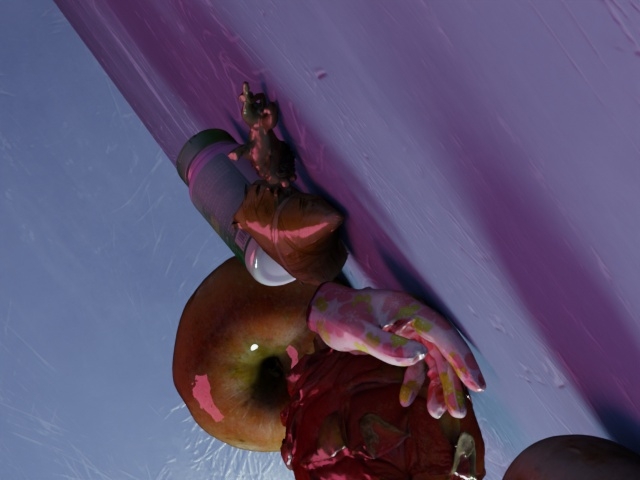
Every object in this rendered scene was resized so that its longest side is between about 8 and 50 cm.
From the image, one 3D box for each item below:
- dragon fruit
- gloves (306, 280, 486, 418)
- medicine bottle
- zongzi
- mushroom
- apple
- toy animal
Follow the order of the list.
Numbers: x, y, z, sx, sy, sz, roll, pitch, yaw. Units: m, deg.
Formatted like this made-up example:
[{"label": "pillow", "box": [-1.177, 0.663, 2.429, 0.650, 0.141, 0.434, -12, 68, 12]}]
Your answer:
[{"label": "dragon fruit", "box": [0.082, 0.263, 1.656, 0.342, 0.277, 0.277, 61, 179, 40]}, {"label": "gloves", "box": [0.100, 0.120, 1.502, 0.241, 0.126, 0.145, 15, 146, 29]}, {"label": "medicine bottle", "box": [-0.115, -0.060, 1.912, 0.274, 0.133, 0.133, 48, 171, 38]}, {"label": "zongzi", "box": [0.000, 0.000, 1.703, 0.197, 0.099, 0.194, 11, 157, 43]}, {"label": "mushroom", "box": [0.241, 0.278, 1.077, 0.226, 0.178, 0.226, 47, 162, 21]}, {"label": "apple", "box": [-0.075, 0.182, 2.062, 0.338, 0.338, 0.305, 54, -172, -5]}, {"label": "toy animal", "box": [-0.078, -0.129, 1.580, 0.069, 0.086, 0.220, 10, 152, 14]}]
